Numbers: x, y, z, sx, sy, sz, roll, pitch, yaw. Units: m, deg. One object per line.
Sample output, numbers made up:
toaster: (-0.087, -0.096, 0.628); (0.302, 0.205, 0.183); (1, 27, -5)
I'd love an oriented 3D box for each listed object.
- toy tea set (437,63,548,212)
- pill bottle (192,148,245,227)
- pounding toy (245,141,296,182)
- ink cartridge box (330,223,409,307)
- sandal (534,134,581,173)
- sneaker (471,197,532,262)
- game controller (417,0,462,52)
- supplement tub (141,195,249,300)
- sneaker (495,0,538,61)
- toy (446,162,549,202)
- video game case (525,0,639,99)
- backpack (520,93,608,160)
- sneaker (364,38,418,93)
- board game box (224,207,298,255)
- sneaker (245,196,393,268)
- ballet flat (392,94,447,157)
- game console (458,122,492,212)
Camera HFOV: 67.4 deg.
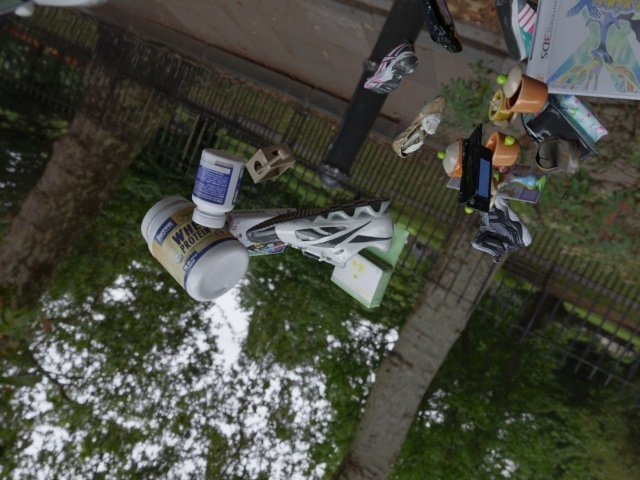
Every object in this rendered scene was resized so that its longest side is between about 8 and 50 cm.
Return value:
toy tea set: (0.356, -0.232, 1.057); (0.124, 0.336, 0.200); (11, -140, -3)
pill bottle: (-0.270, -0.134, 1.243); (0.112, 0.186, 0.112); (17, -166, -4)
pounding toy: (-0.185, -0.300, 1.740); (0.181, 0.206, 0.094); (-25, -95, -41)
ink cartridge box: (0.135, 0.048, 1.364); (0.056, 0.235, 0.171); (1, -155, -43)
sandal: (0.497, -0.178, 1.032); (0.060, 0.090, 0.219); (-5, -166, 11)
sneaker: (0.516, -0.060, 1.496); (0.268, 0.153, 0.101); (53, -175, 10)
game controller: (0.303, -0.655, 1.283); (0.067, 0.319, 0.166); (-24, 166, 39)
supplement tub: (-0.409, 0.019, 1.553); (0.316, 0.228, 0.228); (39, -170, 25)
sneaker: (0.713, -0.783, 1.626); (0.295, 0.178, 0.124); (59, -176, -35)
toy: (0.474, -0.182, 1.279); (0.237, 0.137, 0.056); (19, 147, 30)
video game case: (0.709, -0.527, 1.230); (0.329, 0.299, 0.036); (3, -164, -4)
backpack: (0.726, -0.359, 1.463); (0.225, 0.191, 0.253); (40, -154, -12)
sneaker: (0.180, -0.434, 1.199); (0.072, 0.077, 0.178); (16, 160, -31)
board game box: (-0.233, -0.027, 1.770); (0.305, 0.193, 0.053); (-5, -135, -44)
sneaker: (0.000, 0.000, 1.064); (0.331, 0.146, 0.122); (-7, -167, 8)
ballet flat: (0.279, -0.302, 1.313); (0.073, 0.206, 0.067); (6, -127, -32)
game console: (0.277, -0.119, 0.815); (0.107, 0.122, 0.071); (14, 167, -31)
